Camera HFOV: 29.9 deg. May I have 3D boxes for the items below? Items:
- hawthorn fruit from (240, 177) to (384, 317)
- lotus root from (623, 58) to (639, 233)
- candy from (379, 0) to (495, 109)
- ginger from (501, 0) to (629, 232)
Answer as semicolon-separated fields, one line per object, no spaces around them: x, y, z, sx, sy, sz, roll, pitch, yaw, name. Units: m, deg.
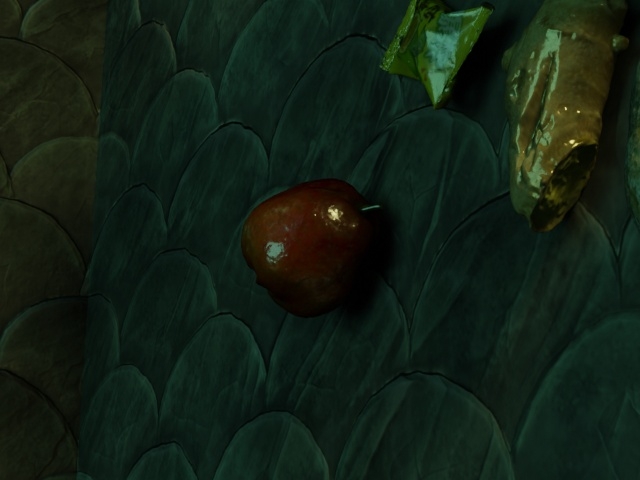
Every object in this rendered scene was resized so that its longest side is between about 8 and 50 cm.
0.000;0.000;2.011;0.261;0.224;0.224;-35;48;18;hawthorn fruit
0.431;-0.124;1.390;0.175;0.175;0.350;-24;57;53;lotus root
0.183;-0.325;1.938;0.187;0.081;0.297;-67;22;17;candy
0.320;-0.184;1.622;0.189;0.126;0.354;1;77;37;ginger
